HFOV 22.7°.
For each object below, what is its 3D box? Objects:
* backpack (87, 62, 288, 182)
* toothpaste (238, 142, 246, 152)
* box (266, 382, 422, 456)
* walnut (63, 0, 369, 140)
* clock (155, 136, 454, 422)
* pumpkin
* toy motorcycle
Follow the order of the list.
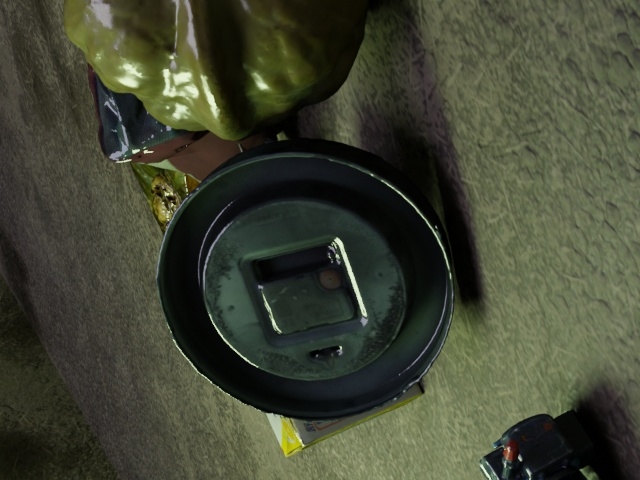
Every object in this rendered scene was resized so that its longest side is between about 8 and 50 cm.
[{"bbox_3d":[-0.169,-0.232,1.888,0.283,0.197,0.317,21,-129,-69],"label":"backpack"},{"bbox_3d":[-0.069,-0.049,1.933,0.301,0.048,0.075,74,-162,-80],"label":"toothpaste"},{"bbox_3d":[-0.014,0.103,1.893,0.265,0.168,0.097,64,163,8],"label":"box"},{"bbox_3d":[-0.098,-0.236,1.560,0.282,0.253,0.277,21,170,13],"label":"walnut"},{"bbox_3d":[-0.012,0.040,1.644,0.061,0.313,0.312,-73,-28,-63],"label":"clock"},{"bbox_3d":[-0.192,-0.063,2.292,0.258,0.095,0.290,13,127,63],"label":"pumpkin"},{"bbox_3d":[0.246,0.272,1.451,0.272,0.124,0.182,58,169,26],"label":"toy motorcycle"}]
